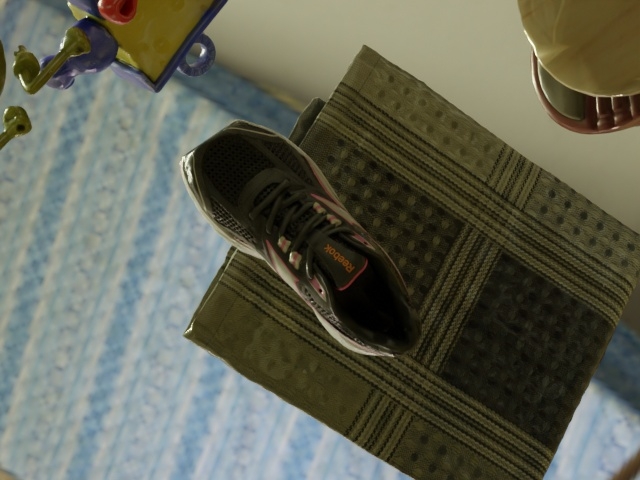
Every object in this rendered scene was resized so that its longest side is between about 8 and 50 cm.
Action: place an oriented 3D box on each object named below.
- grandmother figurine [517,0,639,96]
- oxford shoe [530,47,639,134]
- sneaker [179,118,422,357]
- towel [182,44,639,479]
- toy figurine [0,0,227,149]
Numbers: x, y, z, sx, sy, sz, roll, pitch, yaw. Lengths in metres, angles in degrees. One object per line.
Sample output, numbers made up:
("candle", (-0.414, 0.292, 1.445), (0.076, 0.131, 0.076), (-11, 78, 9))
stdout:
("grandmother figurine", (0.176, -0.079, 0.453), (0.342, 0.104, 0.208), (15, -104, -49))
("oxford shoe", (0.289, -0.146, 0.851), (0.130, 0.348, 0.123), (-5, -94, -43))
("sneaker", (0.000, 0.000, 0.847), (0.072, 0.178, 0.077), (-50, 17, -5))
("towel", (0.086, 0.037, 1.212), (0.312, 0.324, 0.056), (-59, 9, -24))
("toy figurine", (-0.147, -0.165, 1.144), (0.362, 0.191, 0.217), (-56, -38, -8))
